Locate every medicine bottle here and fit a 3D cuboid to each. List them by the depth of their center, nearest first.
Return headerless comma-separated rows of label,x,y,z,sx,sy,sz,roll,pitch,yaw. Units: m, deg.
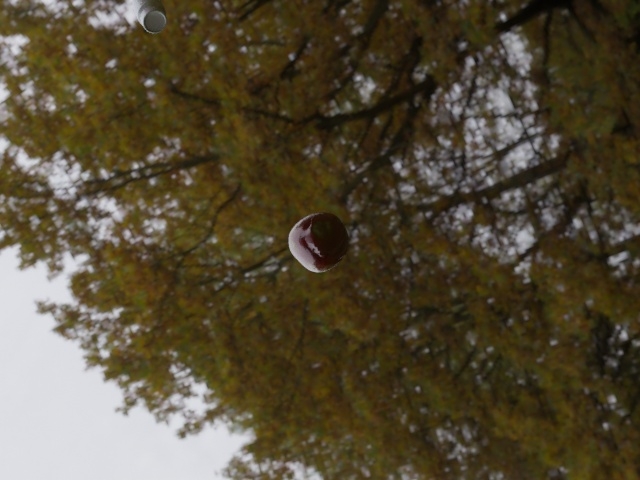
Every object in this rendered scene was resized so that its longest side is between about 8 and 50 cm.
medicine bottle,-0.304,-0.408,1.746,0.052,0.052,0.089,38,-165,-39

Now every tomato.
tomato,0.000,0.000,1.402,0.087,0.075,0.087,3,-107,-10
